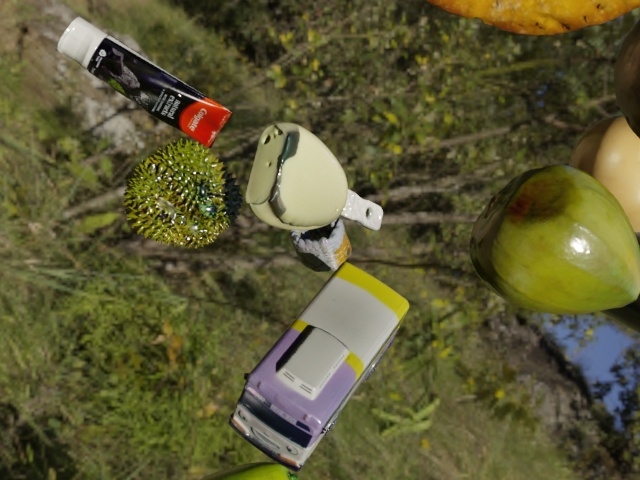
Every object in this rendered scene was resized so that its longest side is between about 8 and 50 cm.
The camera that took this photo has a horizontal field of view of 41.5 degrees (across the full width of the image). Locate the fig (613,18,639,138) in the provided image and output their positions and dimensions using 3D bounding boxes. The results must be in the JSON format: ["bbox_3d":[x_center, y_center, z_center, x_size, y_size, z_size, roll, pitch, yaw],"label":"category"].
[{"bbox_3d":[0.464,-0.199,1.016,0.263,0.224,0.223,-64,159,-54],"label":"fig"}]

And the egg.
[{"bbox_3d":[0.536,-0.121,1.479,0.244,0.201,0.201,46,36,-55],"label":"egg"}]

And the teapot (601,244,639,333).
[{"bbox_3d":[0.715,0.136,1.803,0.337,0.200,0.270,35,-20,51],"label":"teapot"}]

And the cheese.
[{"bbox_3d":[0.008,-0.058,1.085,0.252,0.054,0.127,23,78,-50],"label":"cheese"}]

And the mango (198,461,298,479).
[{"bbox_3d":[-0.202,0.617,1.922,0.156,0.343,0.192,42,34,-57],"label":"mango"}]

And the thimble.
[{"bbox_3d":[-0.003,0.001,2.188,0.127,0.151,0.117,-57,142,-29],"label":"thimble"}]

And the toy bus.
[{"bbox_3d":[0.004,0.277,1.924,0.440,0.209,0.249,-48,166,-38],"label":"toy bus"}]

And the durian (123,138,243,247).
[{"bbox_3d":[-0.329,-0.117,2.058,0.224,0.291,0.291,-86,176,-67],"label":"durian"}]

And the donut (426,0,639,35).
[{"bbox_3d":[0.214,-0.455,0.895,0.163,0.378,0.434,-53,151,-46],"label":"donut"}]

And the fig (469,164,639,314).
[{"bbox_3d":[0.376,0.016,1.318,0.239,0.271,0.239,-52,178,-3],"label":"fig"}]

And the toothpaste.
[{"bbox_3d":[-0.188,-0.171,0.914,0.071,0.194,0.045,-43,-162,49],"label":"toothpaste"}]
